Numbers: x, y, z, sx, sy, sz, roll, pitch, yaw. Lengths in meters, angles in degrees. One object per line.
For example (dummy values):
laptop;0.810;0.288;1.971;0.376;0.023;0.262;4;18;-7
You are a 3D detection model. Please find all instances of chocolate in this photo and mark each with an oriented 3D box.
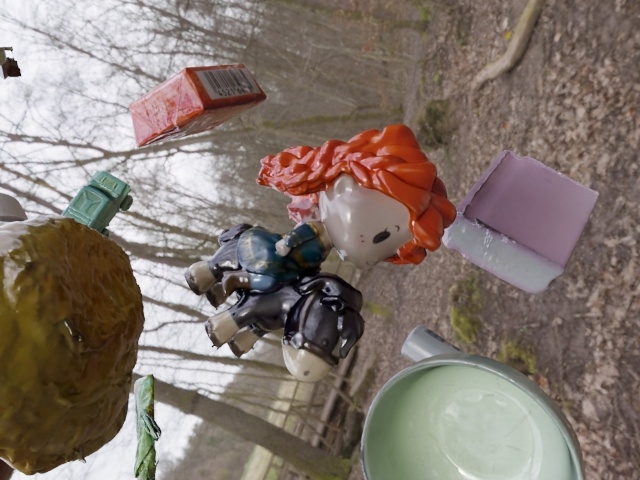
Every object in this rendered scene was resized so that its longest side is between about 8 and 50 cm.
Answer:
chocolate;-0.287;-0.312;1.203;0.235;0.108;0.237;-18;11;35

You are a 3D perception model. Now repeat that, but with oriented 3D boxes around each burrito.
burrito;-0.393;0.418;1.190;0.288;0.054;0.104;-109;35;-44

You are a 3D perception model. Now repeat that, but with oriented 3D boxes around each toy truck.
toy truck;-0.799;-0.109;1.857;0.279;0.155;0.156;-60;0;-17

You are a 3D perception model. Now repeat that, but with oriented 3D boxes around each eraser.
eraser;0.486;-0.056;1.263;0.359;0.272;0.122;-45;-21;-41

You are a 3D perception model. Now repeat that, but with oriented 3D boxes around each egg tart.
egg tart;-0.320;0.097;0.632;0.153;0.339;0.351;-31;-22;9

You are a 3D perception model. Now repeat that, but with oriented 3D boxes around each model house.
model house;-0.772;-0.429;1.289;0.083;0.057;0.058;-39;67;58

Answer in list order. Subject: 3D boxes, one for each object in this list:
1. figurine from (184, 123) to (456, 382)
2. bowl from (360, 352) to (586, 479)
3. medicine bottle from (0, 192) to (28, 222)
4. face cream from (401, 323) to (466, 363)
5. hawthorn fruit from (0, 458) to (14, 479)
figurine;-0.003;0.010;0.777;0.412;0.306;0.241;-54;-42;-17
bowl;0.231;0.311;0.777;0.163;0.307;0.307;-5;-58;-57
medicine bottle;-0.638;0.084;1.035;0.190;0.332;0.190;-27;-17;-9
face cream;0.341;0.328;1.371;0.101;0.252;0.101;-41;-30;-31
hawthorn fruit;-1.125;0.654;1.644;0.403;0.403;0.403;23;-90;-87
